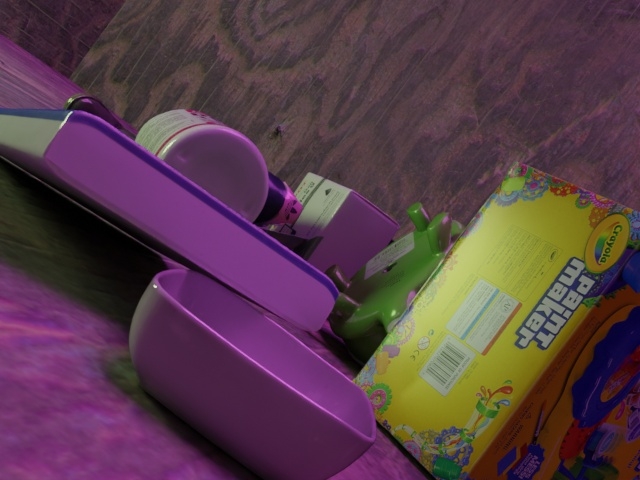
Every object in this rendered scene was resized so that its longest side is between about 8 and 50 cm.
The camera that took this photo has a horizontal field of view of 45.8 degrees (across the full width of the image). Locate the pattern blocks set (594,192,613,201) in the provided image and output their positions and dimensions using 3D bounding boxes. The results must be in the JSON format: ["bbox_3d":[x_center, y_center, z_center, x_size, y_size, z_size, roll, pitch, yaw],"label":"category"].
[{"bbox_3d":[0.384,0.041,0.888,0.285,0.026,0.325,37,-1,34],"label":"pattern blocks set"}]

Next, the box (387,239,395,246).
[{"bbox_3d":[0.148,0.123,1.423,0.233,0.183,0.059,37,0,-43],"label":"box"}]

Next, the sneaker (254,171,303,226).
[{"bbox_3d":[-0.120,-0.065,1.341,0.131,0.112,0.319,29,-2,-13],"label":"sneaker"}]

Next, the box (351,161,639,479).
[{"bbox_3d":[0.238,0.129,0.774,0.279,0.290,0.177,36,0,-38],"label":"box"}]

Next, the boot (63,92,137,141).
[{"bbox_3d":[-0.383,-0.188,1.478,0.208,0.076,0.189,44,6,29],"label":"boot"}]

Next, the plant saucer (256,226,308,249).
[{"bbox_3d":[-0.119,-0.006,1.289,0.195,0.037,0.195,11,-1,0],"label":"plant saucer"}]

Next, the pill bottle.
[{"bbox_3d":[-0.190,-0.107,1.115,0.160,0.160,0.283,36,0,-27],"label":"pill bottle"}]

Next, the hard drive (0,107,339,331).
[{"bbox_3d":[-0.146,-0.029,0.590,0.210,0.040,0.319,36,-10,-30],"label":"hard drive"}]

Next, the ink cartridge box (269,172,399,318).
[{"bbox_3d":[0.000,0.000,1.441,0.121,0.211,0.289,34,0,-19],"label":"ink cartridge box"}]

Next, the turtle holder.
[{"bbox_3d":[0.154,0.099,1.034,0.227,0.243,0.320,53,-16,-11],"label":"turtle holder"}]

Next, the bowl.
[{"bbox_3d":[-0.041,0.076,0.416,0.142,0.053,0.142,37,0,1],"label":"bowl"}]
